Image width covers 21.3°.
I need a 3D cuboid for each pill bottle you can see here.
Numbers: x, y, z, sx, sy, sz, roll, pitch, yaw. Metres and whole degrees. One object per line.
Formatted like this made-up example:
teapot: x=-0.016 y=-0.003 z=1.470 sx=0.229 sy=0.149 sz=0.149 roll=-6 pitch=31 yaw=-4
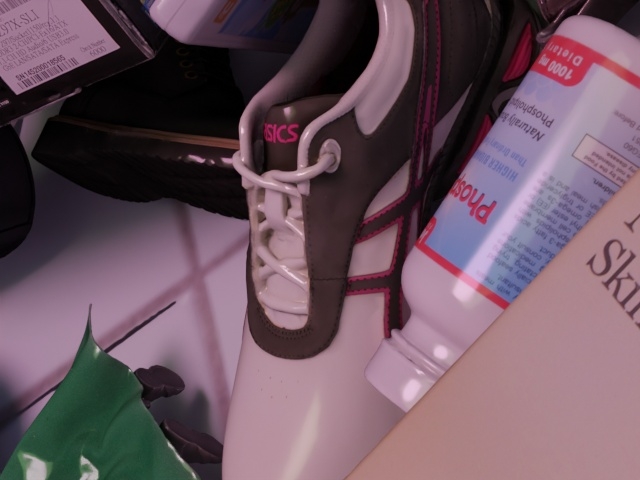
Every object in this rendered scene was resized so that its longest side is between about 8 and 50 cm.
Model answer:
pill bottle: x=0.087 y=0.002 z=0.647 sx=0.160 sy=0.087 sz=0.087 roll=-56 pitch=43 yaw=3

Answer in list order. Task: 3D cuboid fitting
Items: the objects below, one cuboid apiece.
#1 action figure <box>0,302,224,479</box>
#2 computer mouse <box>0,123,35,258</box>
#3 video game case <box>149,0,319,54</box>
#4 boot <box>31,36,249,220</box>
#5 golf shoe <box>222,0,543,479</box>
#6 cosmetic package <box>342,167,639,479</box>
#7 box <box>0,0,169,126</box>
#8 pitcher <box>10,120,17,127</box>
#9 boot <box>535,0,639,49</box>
action figure: x=-0.136 y=0.161 z=0.799 sx=0.232 sy=0.063 sz=0.137 roll=-50 pitch=46 yaw=16
computer mouse: x=-0.263 y=0.022 z=0.944 sx=0.262 sy=0.060 sz=0.184 roll=-5 pitch=101 yaw=31
video game case: x=0.020 y=-0.162 z=0.731 sx=0.023 sy=0.212 sz=0.193 roll=40 pitch=101 yaw=6
boot: x=-0.058 y=-0.089 z=0.846 sx=0.198 sy=0.077 sz=0.137 roll=11 pitch=73 yaw=44
golf shoe: x=0.000 y=0.000 z=0.712 sx=0.105 sy=0.120 sz=0.273 roll=8 pitch=77 yaw=43
cosmetic package: x=0.148 y=0.061 z=0.546 sx=0.309 sy=0.113 sz=0.160 roll=-50 pitch=45 yaw=14
box: x=-0.132 y=-0.166 z=0.852 sx=0.257 sy=0.079 sz=0.322 roll=-20 pitch=30 yaw=38
pitcher: x=-0.300 y=-0.113 z=1.005 sx=0.207 sy=0.178 sz=0.125 roll=-2 pitch=58 yaw=42
boot: x=0.173 y=-0.216 z=0.683 sx=0.229 sy=0.091 sz=0.263 roll=-18 pitch=51 yaw=46
